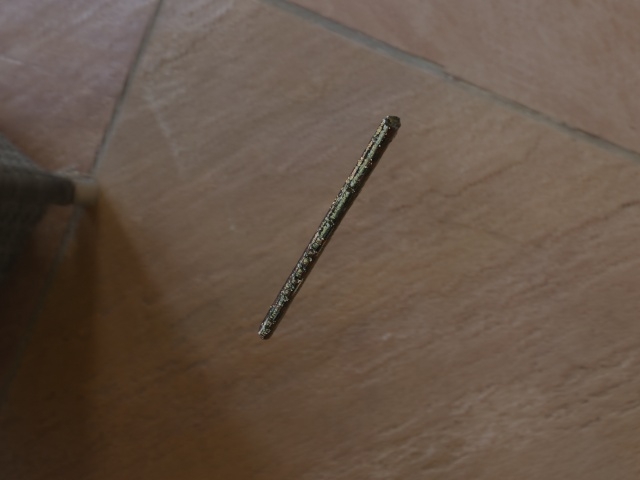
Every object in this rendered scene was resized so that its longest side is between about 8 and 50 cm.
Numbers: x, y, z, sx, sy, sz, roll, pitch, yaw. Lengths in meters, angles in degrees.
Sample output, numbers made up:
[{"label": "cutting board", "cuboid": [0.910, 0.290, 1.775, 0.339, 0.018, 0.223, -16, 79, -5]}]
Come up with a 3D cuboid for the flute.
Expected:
[{"label": "flute", "cuboid": [0.000, 0.000, 0.870, 0.014, 0.014, 0.269, 58, 147, 19]}]
